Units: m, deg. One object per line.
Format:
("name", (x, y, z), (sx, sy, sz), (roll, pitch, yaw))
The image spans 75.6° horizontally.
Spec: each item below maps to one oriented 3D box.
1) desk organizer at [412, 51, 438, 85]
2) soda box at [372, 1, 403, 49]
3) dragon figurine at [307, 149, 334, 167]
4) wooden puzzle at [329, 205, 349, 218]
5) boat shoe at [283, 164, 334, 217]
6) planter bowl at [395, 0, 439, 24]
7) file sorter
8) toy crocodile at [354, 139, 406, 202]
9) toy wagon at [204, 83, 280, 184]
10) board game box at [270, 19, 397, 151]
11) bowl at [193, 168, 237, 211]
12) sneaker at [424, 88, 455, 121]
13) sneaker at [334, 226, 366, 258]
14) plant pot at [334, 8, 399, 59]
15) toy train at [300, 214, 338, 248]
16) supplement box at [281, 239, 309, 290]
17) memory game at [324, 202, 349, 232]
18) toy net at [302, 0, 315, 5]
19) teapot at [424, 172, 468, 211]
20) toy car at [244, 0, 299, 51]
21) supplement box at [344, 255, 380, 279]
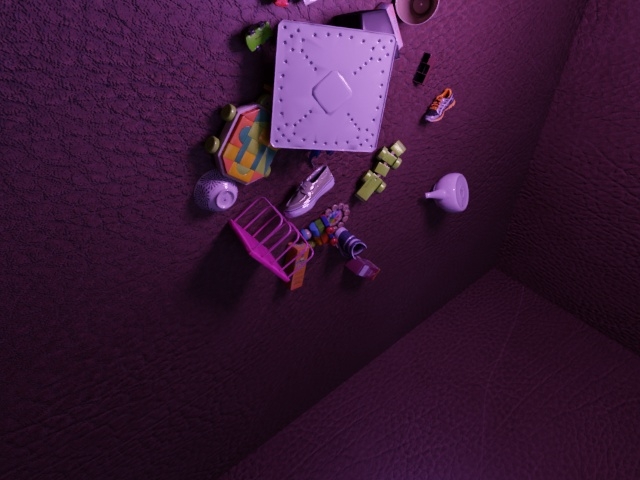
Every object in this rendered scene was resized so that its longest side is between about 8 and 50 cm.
("desk organizer", (0.468, -0.769, 1.851), (0.050, 0.047, 0.130), (1, 119, -44))
("soda box", (0.259, -0.814, 1.588), (0.063, 0.058, 0.183), (-47, 142, -6))
("dragon figurine", (0.002, -0.374, 1.607), (0.085, 0.144, 0.289), (-19, 140, -31))
("wooden puzzle", (0.084, -0.138, 2.006), (0.116, 0.014, 0.079), (10, 117, -49))
("boat shoe", (-0.057, -0.208, 1.725), (0.302, 0.109, 0.094), (-47, 129, -34))
("planter bowl", (0.377, -0.907, 1.573), (0.109, 0.162, 0.162), (-43, 153, -59))
("file sorter", (-0.185, -0.006, 1.657), (0.182, 0.202, 0.291), (-42, 143, 1))
("toy crocodile", (0.285, -0.336, 1.983), (0.115, 0.105, 0.341), (33, 97, -11))
("toy wagon", (-0.232, -0.369, 1.425), (0.267, 0.068, 0.344), (19, 103, -52))
("board game box", (0.033, -0.501, 1.386), (0.389, 0.050, 0.390), (-1, 121, -16))
("bowl", (-0.356, -0.163, 1.472), (0.170, 0.080, 0.170), (-28, 138, -29))
("sneaker", (0.583, -0.666, 2.034), (0.215, 0.084, 0.083), (-47, 141, -20))
("sneaker", (0.171, 0.049, 2.123), (0.099, 0.153, 0.282), (-46, 148, -7))
("plant pot", (0.151, -0.721, 1.467), (0.187, 0.188, 0.167), (-27, 125, -28))
("toy train", (0.000, 0.000, 1.953), (0.143, 0.105, 0.248), (-25, 142, -3))
("supplement box", (-0.120, 0.117, 1.951), (0.078, 0.080, 0.234), (-17, 129, -40))
("memory game", (0.068, -0.103, 1.999), (0.186, 0.012, 0.186), (-27, 142, -23))
("toy net", (0.012, -0.850, 1.318), (0.232, 0.045, 0.122), (-54, 145, 7))
("teapot", (0.755, -0.279, 2.452), (0.256, 0.187, 0.253), (49, 54, -36))
("toy car", (-0.153, -0.675, 1.281), (0.225, 0.053, 0.239), (-42, 141, -11))
("supplement box", (0.238, 0.152, 2.327), (0.188, 0.104, 0.081), (21, 104, -51))
